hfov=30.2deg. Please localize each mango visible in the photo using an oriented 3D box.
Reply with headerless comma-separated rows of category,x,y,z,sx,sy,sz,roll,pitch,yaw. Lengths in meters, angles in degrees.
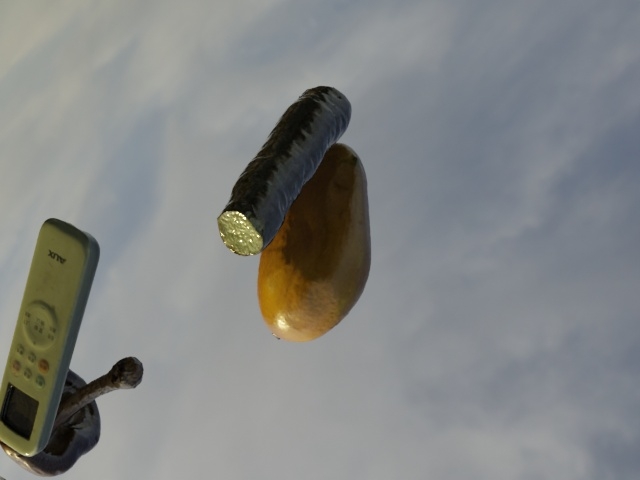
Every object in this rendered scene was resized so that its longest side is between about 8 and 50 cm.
mango,0.000,0.000,1.290,0.147,0.109,0.227,-8,-116,62

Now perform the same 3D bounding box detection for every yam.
yam,-0.031,-0.068,1.063,0.061,0.061,0.274,-36,-167,31

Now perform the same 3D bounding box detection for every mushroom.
mushroom,-0.323,0.219,1.662,0.217,0.148,0.227,-32,-168,16

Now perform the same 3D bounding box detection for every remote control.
remote control,-0.343,0.122,1.481,0.038,0.090,0.310,-10,122,-60

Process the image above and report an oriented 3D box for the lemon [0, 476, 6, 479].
lemon,-0.340,0.263,0.709,0.364,0.364,0.364,-41,-156,22
